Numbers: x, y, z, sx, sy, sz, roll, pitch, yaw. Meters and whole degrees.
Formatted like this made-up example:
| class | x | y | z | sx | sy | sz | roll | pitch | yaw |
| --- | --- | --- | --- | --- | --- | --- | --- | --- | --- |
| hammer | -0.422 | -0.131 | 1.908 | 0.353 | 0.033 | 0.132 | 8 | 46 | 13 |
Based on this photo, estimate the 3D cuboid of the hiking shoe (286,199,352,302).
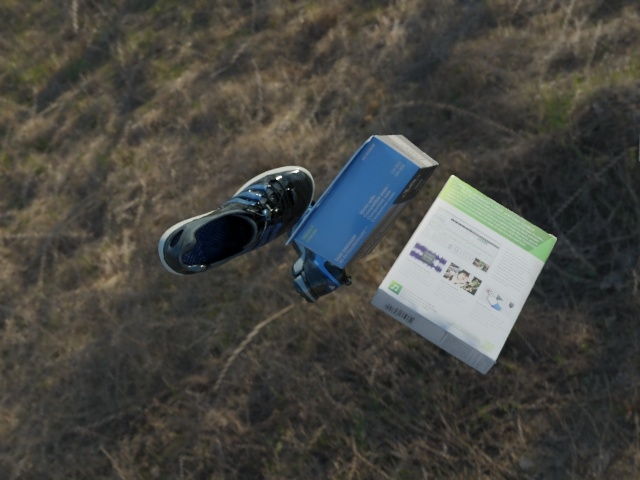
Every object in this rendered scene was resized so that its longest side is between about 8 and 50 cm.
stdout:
| class | x | y | z | sx | sy | sz | roll | pitch | yaw |
| --- | --- | --- | --- | --- | --- | --- | --- | --- | --- |
| hiking shoe | 0.000 | 0.000 | 2.098 | 0.132 | 0.113 | 0.304 | -20 | 56 | 16 |

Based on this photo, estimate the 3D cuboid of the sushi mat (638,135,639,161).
| class | x | y | z | sx | sy | sz | roll | pitch | yaw |
| --- | --- | --- | --- | --- | --- | --- | --- | --- | --- |
| sushi mat | 0.505 | -0.256 | 1.201 | 0.151 | 0.316 | 0.019 | 6 | 10 | 32 |

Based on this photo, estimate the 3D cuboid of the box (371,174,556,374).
| class | x | y | z | sx | sy | sz | roll | pitch | yaw |
| --- | --- | --- | --- | --- | --- | --- | --- | --- | --- |
| box | 0.261 | 0.052 | 1.616 | 0.232 | 0.058 | 0.322 | 33 | 54 | 6 |

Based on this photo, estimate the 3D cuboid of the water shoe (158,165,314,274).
| class | x | y | z | sx | sy | sz | roll | pitch | yaw |
| --- | --- | --- | --- | --- | --- | --- | --- | --- | --- |
| water shoe | -0.075 | -0.016 | 0.986 | 0.203 | 0.073 | 0.080 | -33 | 21 | -25 |

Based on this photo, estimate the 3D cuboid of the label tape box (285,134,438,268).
| class | x | y | z | sx | sy | sz | roll | pitch | yaw |
| --- | --- | --- | --- | --- | --- | --- | --- | --- | --- |
| label tape box | 0.089 | -0.075 | 1.748 | 0.249 | 0.115 | 0.348 | -53 | -7 | 15 |
